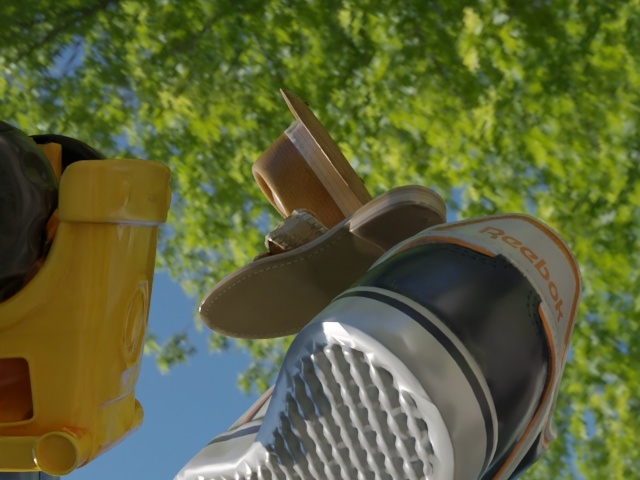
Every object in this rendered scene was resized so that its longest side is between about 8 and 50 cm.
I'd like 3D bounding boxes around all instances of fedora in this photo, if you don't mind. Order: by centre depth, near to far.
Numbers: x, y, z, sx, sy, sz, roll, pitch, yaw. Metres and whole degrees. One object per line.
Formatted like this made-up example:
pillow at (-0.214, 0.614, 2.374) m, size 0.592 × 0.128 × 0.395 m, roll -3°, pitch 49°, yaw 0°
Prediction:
fedora at (-0.007, -0.047, 1.131) m, size 0.079 × 0.194 × 0.194 m, roll -34°, pitch -45°, yaw 0°

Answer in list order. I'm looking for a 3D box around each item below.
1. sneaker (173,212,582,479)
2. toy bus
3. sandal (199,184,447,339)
sneaker at (0.025, 0.103, 0.593) m, size 0.127 × 0.126 × 0.321 m, roll -36°, pitch -11°, yaw -35°
toy bus at (-0.184, 0.051, 0.560) m, size 0.149 × 0.220 × 0.211 m, roll -19°, pitch -69°, yaw -84°
sandal at (0.004, 0.004, 1.032) m, size 0.240 × 0.079 × 0.088 m, roll -28°, pitch -53°, yaw 30°
